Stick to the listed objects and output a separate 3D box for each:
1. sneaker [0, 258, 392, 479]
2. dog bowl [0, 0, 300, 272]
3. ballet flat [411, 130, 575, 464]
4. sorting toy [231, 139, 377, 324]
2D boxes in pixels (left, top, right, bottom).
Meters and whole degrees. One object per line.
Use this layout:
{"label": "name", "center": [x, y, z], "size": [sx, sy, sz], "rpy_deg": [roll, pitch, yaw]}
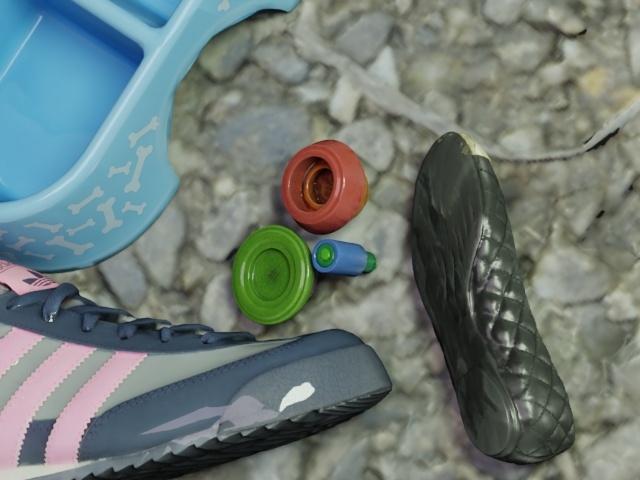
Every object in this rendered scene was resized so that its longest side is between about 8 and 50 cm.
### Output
{"label": "sneaker", "center": [-0.125, 0.063, 0.928], "size": [0.319, 0.112, 0.131], "rpy_deg": [-13, 79, 15]}
{"label": "dog bowl", "center": [-0.120, -0.125, 0.981], "size": [0.166, 0.074, 0.297], "rpy_deg": [34, 92, 21]}
{"label": "ballet flat", "center": [0.083, 0.028, 0.910], "size": [0.057, 0.049, 0.173], "rpy_deg": [-30, 64, 46]}
{"label": "sorting toy", "center": [0.000, 0.000, 0.941], "size": [0.061, 0.042, 0.102], "rpy_deg": [36, 105, 36]}
